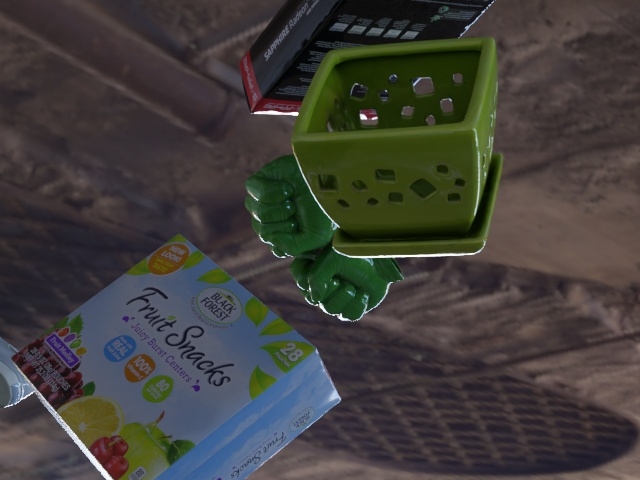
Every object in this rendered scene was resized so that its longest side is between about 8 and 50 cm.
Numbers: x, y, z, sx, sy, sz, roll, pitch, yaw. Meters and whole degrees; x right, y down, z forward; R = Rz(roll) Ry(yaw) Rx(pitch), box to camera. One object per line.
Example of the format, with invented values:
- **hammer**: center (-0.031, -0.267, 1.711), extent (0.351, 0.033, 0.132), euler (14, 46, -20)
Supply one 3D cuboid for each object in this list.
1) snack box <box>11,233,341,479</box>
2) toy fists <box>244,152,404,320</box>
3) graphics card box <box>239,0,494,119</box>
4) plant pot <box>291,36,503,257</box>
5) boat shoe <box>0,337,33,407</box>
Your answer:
- **snack box**: center (-0.115, 0.107, 1.061), extent (0.174, 0.070, 0.207), euler (-37, -136, -15)
- **toy fists**: center (0.000, 0.000, 1.941), extent (0.142, 0.279, 0.096), euler (-32, -151, 7)
- **graphics card box**: center (0.071, -0.298, 1.857), extent (0.371, 0.232, 0.094), euler (-44, -127, 50)
- **plant pot**: center (0.110, -0.106, 1.698), extent (0.227, 0.207, 0.228), euler (-3, -144, 17)
- **boat shoe**: center (-0.482, 0.159, 1.929), extent (0.227, 0.081, 0.079), euler (31, -64, 28)
